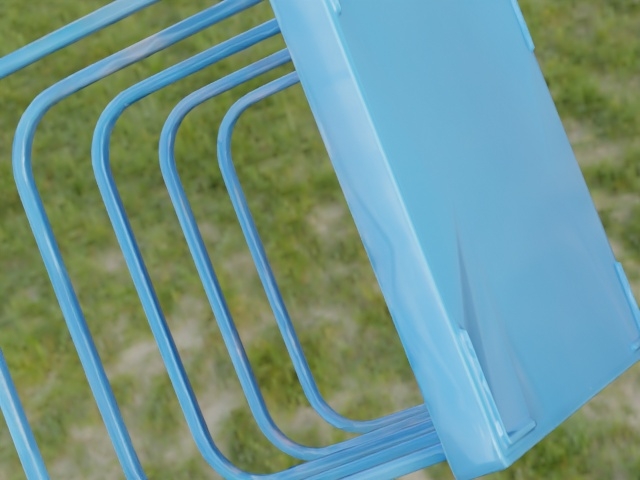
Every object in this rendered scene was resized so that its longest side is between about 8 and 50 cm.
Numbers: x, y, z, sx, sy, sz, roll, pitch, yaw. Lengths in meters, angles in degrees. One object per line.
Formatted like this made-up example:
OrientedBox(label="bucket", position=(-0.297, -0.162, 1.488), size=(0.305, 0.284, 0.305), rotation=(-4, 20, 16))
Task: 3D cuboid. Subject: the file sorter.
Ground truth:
OrientedBox(label="file sorter", position=(0.000, 0.000, 0.397), size=(0.104, 0.118, 0.170), rotation=(-23, -4, 20))
